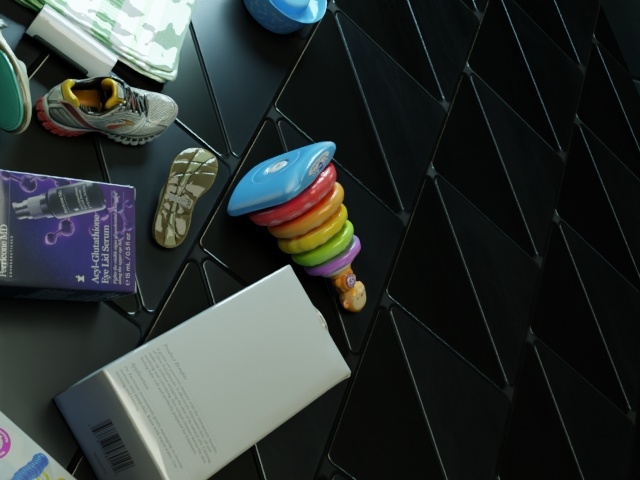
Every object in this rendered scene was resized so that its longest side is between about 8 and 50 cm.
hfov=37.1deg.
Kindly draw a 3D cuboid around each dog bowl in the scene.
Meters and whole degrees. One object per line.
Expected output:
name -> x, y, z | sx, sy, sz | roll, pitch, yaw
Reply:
dog bowl -> -0.078, -0.527, 1.838 | 0.166, 0.074, 0.297 | 17, 58, -35

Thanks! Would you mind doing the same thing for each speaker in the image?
speaker -> -0.381, -0.301, 1.467 | 0.136, 0.055, 0.055 | 36, 49, -23

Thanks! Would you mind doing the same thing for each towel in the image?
towel -> -0.357, -0.421, 1.564 | 0.325, 0.038, 0.248 | 28, 51, -27

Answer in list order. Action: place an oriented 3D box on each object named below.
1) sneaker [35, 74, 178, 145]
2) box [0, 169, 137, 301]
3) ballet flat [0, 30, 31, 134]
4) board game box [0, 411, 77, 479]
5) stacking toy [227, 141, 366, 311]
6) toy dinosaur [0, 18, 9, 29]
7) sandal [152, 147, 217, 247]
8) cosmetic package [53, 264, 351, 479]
sneaker -> -0.310, -0.200, 1.450 | 0.225, 0.092, 0.088 | -6, 73, -43
box -> -0.361, -0.001, 1.273 | 0.207, 0.108, 0.153 | 5, 77, -40
ballet flat -> -0.469, -0.265, 1.362 | 0.086, 0.086, 0.248 | -29, 88, -45
board game box -> -0.384, 0.392, 1.080 | 0.308, 0.086, 0.302 | 46, 46, -13
stacking toy -> 0.000, 0.000, 1.599 | 0.302, 0.165, 0.175 | 60, 41, -20
toy dinosaur -> -0.531, -0.328, 1.204 | 0.322, 0.164, 0.218 | -78, 159, -49
sandal -> -0.221, -0.068, 1.496 | 0.072, 0.049, 0.180 | 28, 67, -21
cosmetic package -> -0.152, 0.201, 1.334 | 0.365, 0.155, 0.197 | -27, 88, -46
